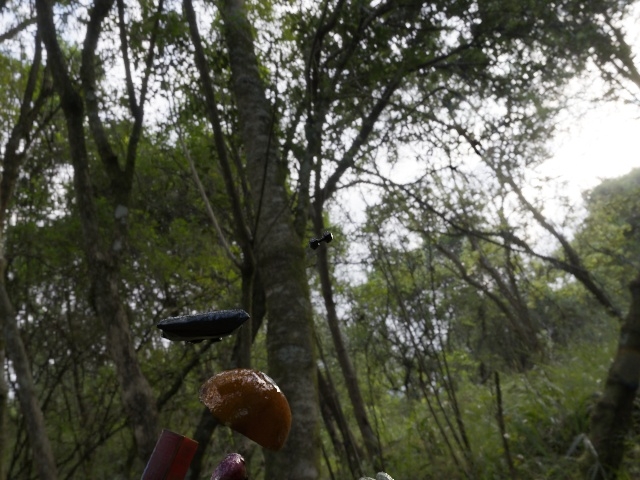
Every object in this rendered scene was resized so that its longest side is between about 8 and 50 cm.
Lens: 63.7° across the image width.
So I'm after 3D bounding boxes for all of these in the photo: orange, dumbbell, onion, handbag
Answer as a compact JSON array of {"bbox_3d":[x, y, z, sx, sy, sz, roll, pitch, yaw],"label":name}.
[{"bbox_3d":[-0.242,0.543,1.672,0.310,0.274,0.274,7,-37,-14],"label":"orange"},{"bbox_3d":[0.000,0.000,1.705,0.083,0.040,0.036,-26,-51,-31],"label":"dumbbell"},{"bbox_3d":[-0.385,1.044,2.227,0.230,0.163,0.230,-50,-29,-42],"label":"onion"},{"bbox_3d":[-0.346,0.254,1.512,0.254,0.089,0.211,-4,-17,-16],"label":"handbag"}]

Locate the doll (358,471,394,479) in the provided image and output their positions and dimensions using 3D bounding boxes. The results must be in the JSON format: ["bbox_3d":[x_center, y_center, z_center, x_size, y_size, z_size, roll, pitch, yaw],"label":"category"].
[{"bbox_3d":[0.220,0.813,1.557,0.278,0.149,0.175,-11,-51,49],"label":"doll"}]

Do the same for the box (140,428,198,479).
[{"bbox_3d":[-0.542,0.823,1.764,0.089,0.313,0.197,15,-26,9],"label":"box"}]
